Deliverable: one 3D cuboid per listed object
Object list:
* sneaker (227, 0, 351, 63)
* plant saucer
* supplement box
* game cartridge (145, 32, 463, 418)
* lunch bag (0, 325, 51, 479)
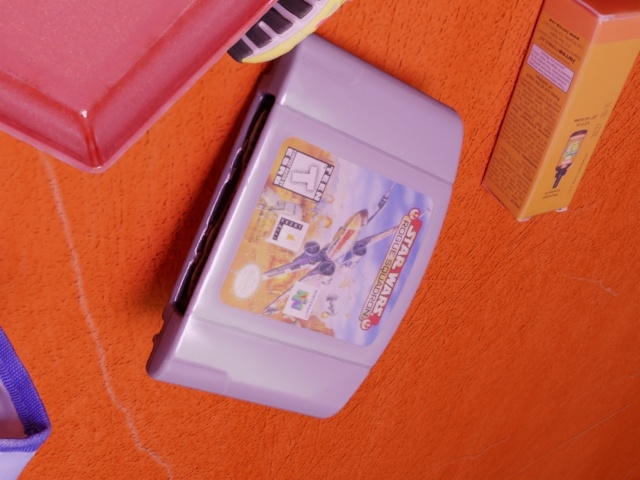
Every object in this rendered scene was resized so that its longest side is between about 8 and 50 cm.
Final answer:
[{"bbox_3d":[0.017,-0.197,0.573,0.208,0.081,0.094,-42,156,14],"label":"sneaker"},{"bbox_3d":[-0.145,-0.182,0.461,0.258,0.047,0.259,-41,142,16],"label":"plant saucer"},{"bbox_3d":[0.238,-0.134,0.811,0.078,0.080,0.233,-13,133,-28],"label":"supplement box"},{"bbox_3d":[0.000,0.000,0.677,0.198,0.062,0.297,21,95,-27],"label":"game cartridge"},{"bbox_3d":[-0.413,0.138,0.439,0.386,0.239,0.327,5,126,-50],"label":"lunch bag"}]
